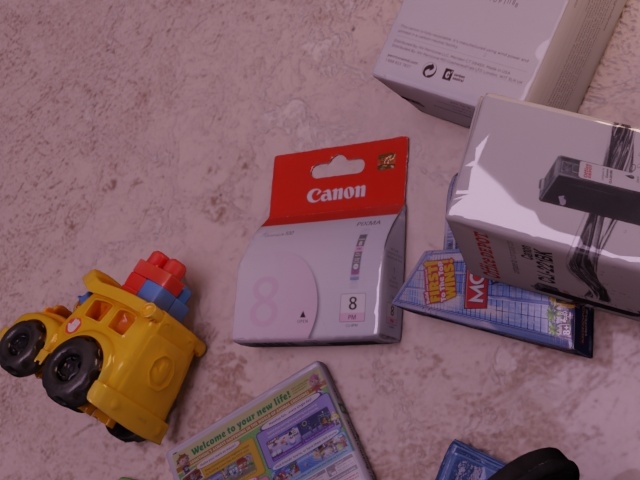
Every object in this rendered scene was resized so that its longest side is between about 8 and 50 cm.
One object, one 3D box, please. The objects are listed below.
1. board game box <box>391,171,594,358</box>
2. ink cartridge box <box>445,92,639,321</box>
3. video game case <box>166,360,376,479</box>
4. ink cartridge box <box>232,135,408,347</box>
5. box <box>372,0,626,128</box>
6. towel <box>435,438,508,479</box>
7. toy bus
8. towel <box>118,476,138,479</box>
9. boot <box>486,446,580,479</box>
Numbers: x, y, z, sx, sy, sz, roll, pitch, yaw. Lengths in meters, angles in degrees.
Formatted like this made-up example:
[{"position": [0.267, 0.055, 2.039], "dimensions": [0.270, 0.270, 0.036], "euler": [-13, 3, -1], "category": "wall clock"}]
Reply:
[{"position": [0.170, 0.017, 1.074], "dimensions": [0.194, 0.060, 0.194], "euler": [-4, 74, 31], "category": "board game box"}, {"position": [0.253, -0.009, 0.894], "dimensions": [0.272, 0.197, 0.114], "euler": [17, 80, 18], "category": "ink cartridge box"}, {"position": [-0.049, 0.262, 1.152], "dimensions": [0.212, 0.023, 0.193], "euler": [-33, 60, 14], "category": "video game case"}, {"position": [0.000, 0.000, 1.194], "dimensions": [0.189, 0.066, 0.232], "euler": [-5, 77, 32], "category": "ink cartridge box"}, {"position": [0.181, -0.207, 1.097], "dimensions": [0.181, 0.119, 0.182], "euler": [23, 90, 36], "category": "box"}, {"position": [0.164, 0.242, 1.028], "dimensions": [0.119, 0.029, 0.067], "euler": [21, 89, 35], "category": "towel"}, {"position": [-0.246, 0.105, 1.279], "dimensions": [0.220, 0.149, 0.211], "euler": [18, 73, 38], "category": "toy bus"}, {"position": [-0.183, 0.337, 1.235], "dimensions": [0.152, 0.023, 0.113], "euler": [5, 76, 36], "category": "towel"}, {"position": [0.200, 0.373, 0.883], "dimensions": [0.260, 0.131, 0.348], "euler": [35, 116, 41], "category": "boot"}]
